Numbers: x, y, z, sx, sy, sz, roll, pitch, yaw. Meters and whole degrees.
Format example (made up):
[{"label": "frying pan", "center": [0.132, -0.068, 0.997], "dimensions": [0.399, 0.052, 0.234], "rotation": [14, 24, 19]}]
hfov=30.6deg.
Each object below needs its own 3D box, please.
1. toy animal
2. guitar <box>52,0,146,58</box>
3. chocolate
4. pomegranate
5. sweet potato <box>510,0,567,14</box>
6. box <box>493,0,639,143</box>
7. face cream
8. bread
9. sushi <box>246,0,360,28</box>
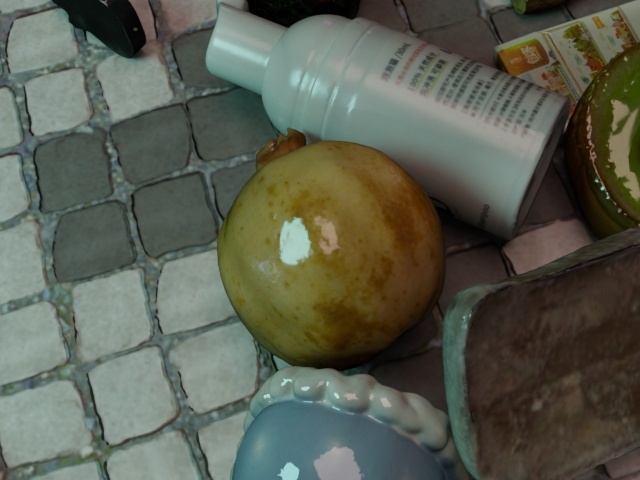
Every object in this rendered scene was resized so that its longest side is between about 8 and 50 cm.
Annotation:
[{"label": "toy animal", "center": [0.010, 0.212, 0.942], "dimensions": [0.208, 0.156, 0.204], "rotation": [15, 62, 13]}, {"label": "guitar", "center": [-0.277, -0.263, 1.231], "dimensions": [0.233, 0.088, 0.025], "rotation": [29, 68, 25]}, {"label": "chocolate", "center": [0.220, 0.085, 0.969], "dimensions": [0.303, 0.185, 0.100], "rotation": [-17, 22, -30]}, {"label": "pomegranate", "center": [0.007, 0.014, 1.008], "dimensions": [0.207, 0.207, 0.207], "rotation": [-1, 64, 2]}, {"label": "sweet potato", "center": [0.251, -0.269, 1.220], "dimensions": [0.117, 0.049, 0.049], "rotation": [-13, 64, -4]}, {"label": "box", "center": [0.299, -0.179, 1.183], "dimensions": [0.220, 0.032, 0.122], "rotation": [-20, 66, -7]}, {"label": "face cream", "center": [0.039, -0.135, 1.114], "dimensions": [0.369, 0.145, 0.145], "rotation": [23, 67, 14]}, {"label": "bread", "center": [0.342, -0.082, 1.094], "dimensions": [0.236, 0.070, 0.236], "rotation": [1, 74, -5]}, {"label": "sushi", "center": [-0.008, -0.319, 1.218], "dimensions": [0.136, 0.126, 0.225], "rotation": [7, 59, 7]}]
